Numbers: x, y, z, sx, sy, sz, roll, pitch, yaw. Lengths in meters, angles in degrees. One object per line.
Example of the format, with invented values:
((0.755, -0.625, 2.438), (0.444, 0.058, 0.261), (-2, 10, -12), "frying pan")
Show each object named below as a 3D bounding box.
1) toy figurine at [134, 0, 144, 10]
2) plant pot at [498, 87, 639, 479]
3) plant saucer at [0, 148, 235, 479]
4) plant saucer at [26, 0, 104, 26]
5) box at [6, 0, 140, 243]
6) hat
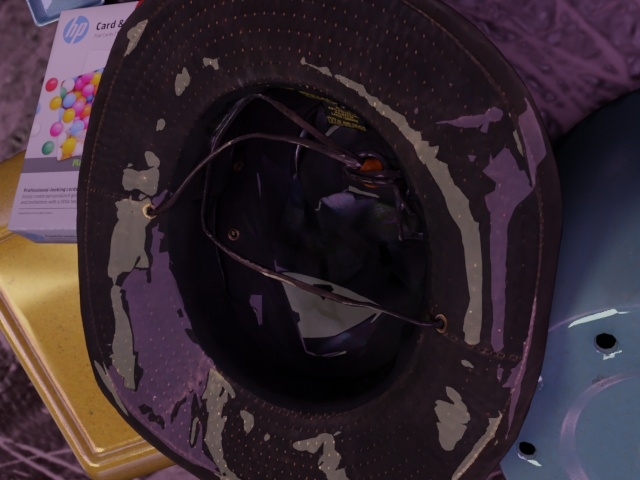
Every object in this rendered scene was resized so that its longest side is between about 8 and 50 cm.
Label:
((-0.179, -0.219, 0.393), (0.191, 0.217, 0.362), (62, 157, 23), "toy figurine")
((0.229, 0.067, 0.491), (0.293, 0.235, 0.293), (13, 119, 25), "plant pot")
((-0.148, 0.056, 0.701), (0.333, 0.081, 0.332), (-22, 103, 19), "plant saucer")
((-0.229, -0.273, 0.641), (0.067, 0.018, 0.192), (-13, 104, 17), "plant saucer")
((-0.147, -0.090, 0.608), (0.145, 0.038, 0.186), (1, 71, 23), "box")
((0.000, 0.000, 0.494), (0.331, 0.134, 0.331), (7, 106, 25), "hat")
